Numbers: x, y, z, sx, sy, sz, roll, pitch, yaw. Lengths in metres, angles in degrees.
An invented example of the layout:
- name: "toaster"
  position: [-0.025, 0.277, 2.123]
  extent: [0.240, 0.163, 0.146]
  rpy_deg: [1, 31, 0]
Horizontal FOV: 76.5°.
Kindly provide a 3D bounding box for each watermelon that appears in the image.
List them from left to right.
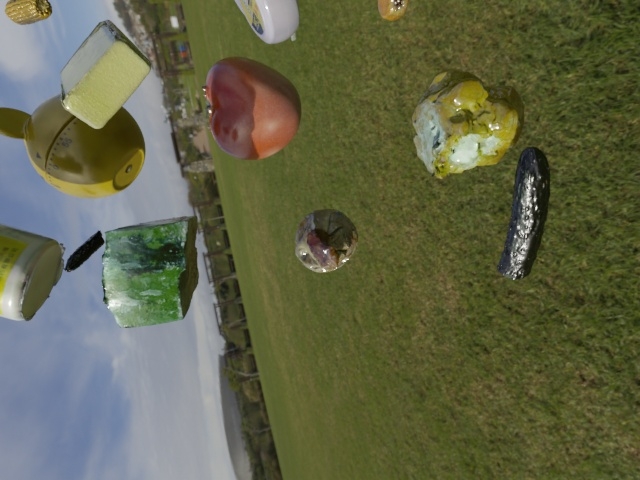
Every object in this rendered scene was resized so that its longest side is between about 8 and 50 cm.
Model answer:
- name: "watermelon"
  position: [-0.381, 0.056, 1.019]
  extent: [0.302, 0.150, 0.265]
  rpy_deg: [-58, -25, -67]

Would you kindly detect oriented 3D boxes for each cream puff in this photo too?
- name: "cream puff"
  position: [0.423, -0.352, 1.185]
  extent: [0.323, 0.269, 0.275]
  rpy_deg: [108, 146, -68]

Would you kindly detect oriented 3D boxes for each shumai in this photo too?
- name: "shumai"
  position: [0.000, 0.000, 1.158]
  extent: [0.120, 0.201, 0.202]
  rpy_deg: [18, -126, -67]

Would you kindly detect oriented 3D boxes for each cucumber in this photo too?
- name: "cucumber"
  position: [-0.780, 0.038, 1.346]
  extent: [0.182, 0.053, 0.053]
  rpy_deg: [-64, -17, -44]
- name: "cucumber"
  position: [0.439, -0.051, 0.865]
  extent: [0.081, 0.072, 0.304]
  rpy_deg: [20, 132, 33]

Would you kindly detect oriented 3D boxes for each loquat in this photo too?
- name: "loquat"
  position: [0.268, -0.873, 1.483]
  extent: [0.137, 0.112, 0.138]
  rpy_deg: [-171, 90, -66]

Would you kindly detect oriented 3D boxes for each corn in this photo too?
- name: "corn"
  position: [-0.817, -0.643, 1.132]
  extent: [0.207, 0.068, 0.068]
  rpy_deg: [15, 123, 35]

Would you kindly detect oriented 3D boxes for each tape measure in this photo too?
- name: "tape measure"
  position: [-0.111, -0.526, 0.884]
  extent: [0.179, 0.105, 0.196]
  rpy_deg: [60, 169, -9]

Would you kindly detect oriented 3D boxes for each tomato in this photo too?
- name: "tomato"
  position: [-0.210, -0.415, 1.288]
  extent: [0.321, 0.320, 0.322]
  rpy_deg: [168, 90, -76]

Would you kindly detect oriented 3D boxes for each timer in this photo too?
- name: "timer"
  position: [-0.784, -0.326, 1.315]
  extent: [0.386, 0.376, 0.376]
  rpy_deg: [33, 162, -2]

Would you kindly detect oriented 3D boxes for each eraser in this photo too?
- name: "eraser"
  position: [-0.303, -0.236, 0.566]
  extent: [0.058, 0.117, 0.172]
  rpy_deg: [37, -174, -44]

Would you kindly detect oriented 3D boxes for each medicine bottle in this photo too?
- name: "medicine bottle"
  position: [-0.850, 0.042, 0.963]
  extent: [0.213, 0.378, 0.214]
  rpy_deg: [-162, 90, -78]
